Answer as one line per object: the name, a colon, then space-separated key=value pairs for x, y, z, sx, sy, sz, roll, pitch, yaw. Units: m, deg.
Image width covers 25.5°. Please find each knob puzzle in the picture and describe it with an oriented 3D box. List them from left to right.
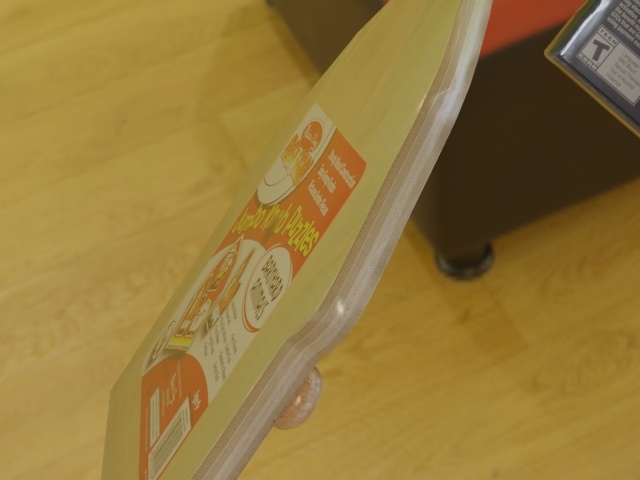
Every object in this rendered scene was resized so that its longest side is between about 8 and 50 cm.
knob puzzle: x=0.000 y=0.000 z=0.407 sx=0.030 sy=0.213 sz=0.213 roll=32 pitch=58 yaw=-12

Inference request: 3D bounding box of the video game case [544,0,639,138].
video game case: x=0.290 y=-0.155 z=0.828 sx=0.196 sy=0.026 sz=0.274 roll=38 pitch=93 yaw=-14
